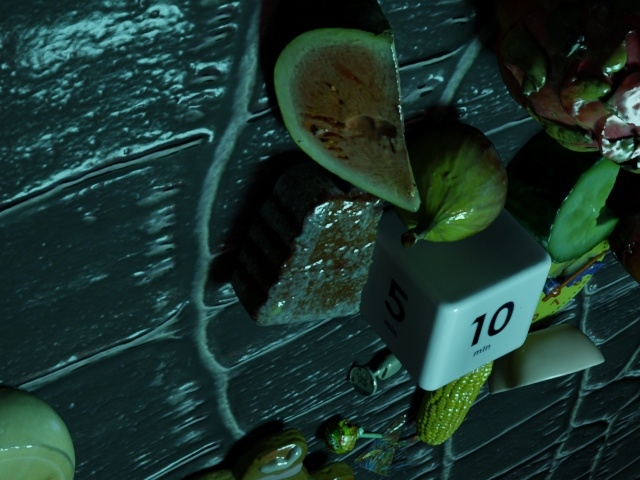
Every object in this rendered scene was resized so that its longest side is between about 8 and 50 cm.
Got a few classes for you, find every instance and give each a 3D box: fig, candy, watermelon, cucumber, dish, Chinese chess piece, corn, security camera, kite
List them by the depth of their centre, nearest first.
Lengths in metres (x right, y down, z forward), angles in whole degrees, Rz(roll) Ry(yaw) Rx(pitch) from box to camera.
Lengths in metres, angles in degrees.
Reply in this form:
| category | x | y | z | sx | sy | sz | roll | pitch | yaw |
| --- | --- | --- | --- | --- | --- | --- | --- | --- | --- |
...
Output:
| category | x | y | z | sx | sy | sz | roll | pitch | yaw |
| --- | --- | --- | --- | --- | --- | --- | --- | --- | --- |
| watermelon | 0.049 | -0.177 | 1.319 | 0.128 | 0.159 | 0.303 | -59 | 154 | -28 |
| Chinese chess piece | -0.422 | 0.293 | 1.440 | 0.251 | 0.097 | 0.250 | -25 | 144 | -20 |
| fig | 0.138 | -0.057 | 1.521 | 0.231 | 0.143 | 0.160 | -24 | 143 | -39 |
| cucumber | 0.357 | -0.072 | 1.763 | 0.191 | 0.130 | 0.191 | -29 | 142 | -26 |
| security camera | 0.097 | 0.209 | 1.914 | 0.092 | 0.058 | 0.058 | -26 | 147 | -42 |
| candy | 0.064 | 0.339 | 2.041 | 0.060 | 0.060 | 0.201 | -48 | 156 | 13 |
| corn | 0.229 | 0.262 | 2.063 | 0.091 | 0.091 | 0.260 | 6 | 134 | -16 |
| dish | 0.392 | 0.204 | 2.112 | 0.213 | 0.090 | 0.213 | -16 | 172 | -2 |
| kite | 0.126 | 0.383 | 2.183 | 0.160 | 0.010 | 0.182 | -14 | 137 | -28 |

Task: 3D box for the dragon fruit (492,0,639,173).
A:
| category | x | y | z | sx | sy | sz | roll | pitch | yaw |
| --- | --- | --- | --- | --- | --- | --- | --- | --- | --- |
| dragon fruit | 0.359 | -0.213 | 1.429 | 0.250 | 0.291 | 0.269 | -41 | 149 | -7 |

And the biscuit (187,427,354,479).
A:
| category | x | y | z | sx | sy | sz | roll | pitch | yaw |
| --- | --- | --- | --- | --- | --- | --- | --- | --- | --- |
| biscuit | -0.068 | 0.461 | 1.987 | 0.283 | 0.064 | 0.432 | -30 | 144 | -2 |

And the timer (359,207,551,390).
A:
| category | x | y | z | sx | sy | sz | roll | pitch | yaw |
| --- | --- | --- | --- | --- | --- | --- | --- | --- | --- |
| timer | 0.183 | 0.061 | 1.673 | 0.192 | 0.194 | 0.195 | -23 | 145 | -24 |

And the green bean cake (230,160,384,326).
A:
| category | x | y | z | sx | sy | sz | roll | pitch | yaw |
| --- | --- | --- | --- | --- | --- | --- | --- | --- | --- |
| green bean cake | 0.000 | 0.000 | 1.505 | 0.199 | 0.097 | 0.232 | -8 | 136 | -37 |

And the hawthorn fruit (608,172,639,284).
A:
| category | x | y | z | sx | sy | sz | roll | pitch | yaw |
| --- | --- | --- | --- | --- | --- | --- | --- | --- | --- |
| hawthorn fruit | 0.630 | -0.017 | 1.928 | 0.316 | 0.316 | 0.316 | -26 | 145 | -20 |

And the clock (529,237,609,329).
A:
| category | x | y | z | sx | sy | sz | roll | pitch | yaw |
| --- | --- | --- | --- | --- | --- | --- | --- | --- | --- |
| clock | 0.381 | 0.067 | 1.993 | 0.294 | 0.071 | 0.277 | -2 | 132 | -43 |
